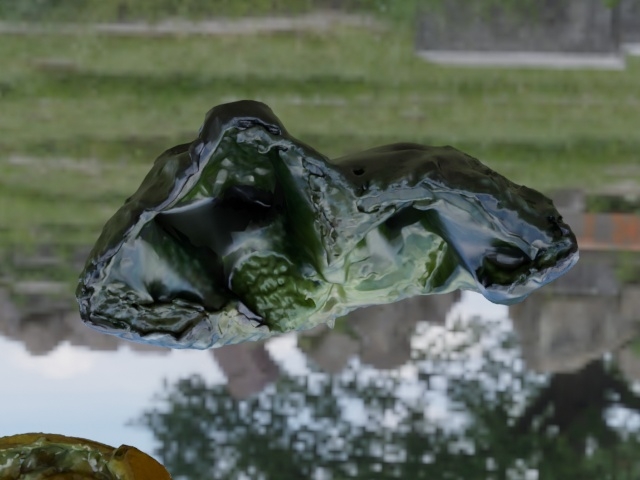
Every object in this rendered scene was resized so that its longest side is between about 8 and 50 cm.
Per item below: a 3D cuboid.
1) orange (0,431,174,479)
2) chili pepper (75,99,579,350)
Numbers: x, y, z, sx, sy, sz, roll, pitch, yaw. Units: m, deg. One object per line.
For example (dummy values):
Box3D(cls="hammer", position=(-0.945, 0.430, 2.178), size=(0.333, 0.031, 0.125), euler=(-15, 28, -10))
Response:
Box3D(cls="orange", position=(-0.131, 0.163, 0.759), size=(0.155, 0.134, 0.154), euler=(-25, -153, 14))
Box3D(cls="chili pepper", position=(-0.004, -0.007, 0.886), size=(0.264, 0.116, 0.148), euler=(-7, 169, -4))
